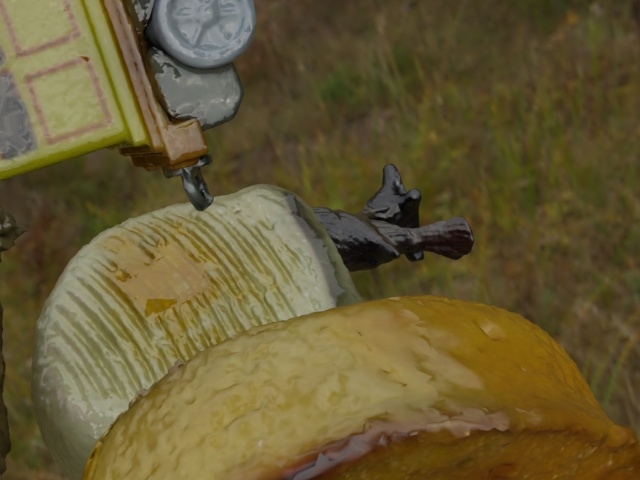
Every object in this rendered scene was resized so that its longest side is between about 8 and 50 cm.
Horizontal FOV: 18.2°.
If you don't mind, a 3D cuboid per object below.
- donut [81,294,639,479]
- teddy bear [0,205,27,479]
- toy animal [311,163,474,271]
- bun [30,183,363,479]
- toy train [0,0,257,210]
[{"bbox_3d":[0.011,0.136,1.003,0.303,0.303,0.110,-22,55,2],"label":"donut"},{"bbox_3d":[-0.276,0.005,1.157,0.267,0.256,0.156,37,84,26],"label":"teddy bear"},{"bbox_3d":[0.004,-0.004,1.463,0.202,0.070,0.105,-5,21,-6],"label":"toy animal"},{"bbox_3d":[-0.060,0.085,1.281,0.243,0.153,0.244,-12,49,14],"label":"bun"},{"bbox_3d":[-0.103,-0.108,0.793,0.127,0.219,0.089,-20,8,-14],"label":"toy train"}]
